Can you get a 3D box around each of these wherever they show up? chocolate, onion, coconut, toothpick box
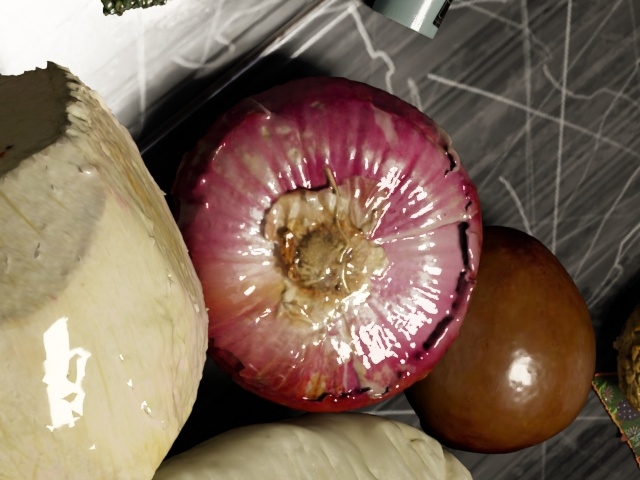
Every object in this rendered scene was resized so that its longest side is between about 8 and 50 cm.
[{"bbox_3d":[0.137,0.071,1.404,0.177,0.177,0.176,-12,116,-27],"label":"chocolate"},{"bbox_3d":[0.000,0.000,1.296,0.230,0.163,0.230,0,95,-3],"label":"onion"},{"bbox_3d":[-0.212,0.062,1.107,0.297,0.297,0.254,-34,122,-16],"label":"coconut"},{"bbox_3d":[0.076,-0.191,1.322,0.052,0.052,0.083,20,99,-36],"label":"toothpick box"}]

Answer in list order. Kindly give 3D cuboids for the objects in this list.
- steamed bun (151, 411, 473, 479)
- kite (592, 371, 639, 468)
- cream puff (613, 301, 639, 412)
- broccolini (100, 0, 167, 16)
[{"bbox_3d":[-0.020,0.299,1.235,0.368,0.342,0.255,-2,145,-43],"label":"steamed bun"},{"bbox_3d":[0.347,0.186,1.669,0.234,0.016,0.321,-41,125,-11],"label":"kite"},{"bbox_3d":[0.297,0.092,1.540,0.104,0.119,0.133,50,60,-11],"label":"cream puff"},{"bbox_3d":[-0.150,-0.232,1.167,0.091,0.068,0.202,-43,118,-27],"label":"broccolini"}]
